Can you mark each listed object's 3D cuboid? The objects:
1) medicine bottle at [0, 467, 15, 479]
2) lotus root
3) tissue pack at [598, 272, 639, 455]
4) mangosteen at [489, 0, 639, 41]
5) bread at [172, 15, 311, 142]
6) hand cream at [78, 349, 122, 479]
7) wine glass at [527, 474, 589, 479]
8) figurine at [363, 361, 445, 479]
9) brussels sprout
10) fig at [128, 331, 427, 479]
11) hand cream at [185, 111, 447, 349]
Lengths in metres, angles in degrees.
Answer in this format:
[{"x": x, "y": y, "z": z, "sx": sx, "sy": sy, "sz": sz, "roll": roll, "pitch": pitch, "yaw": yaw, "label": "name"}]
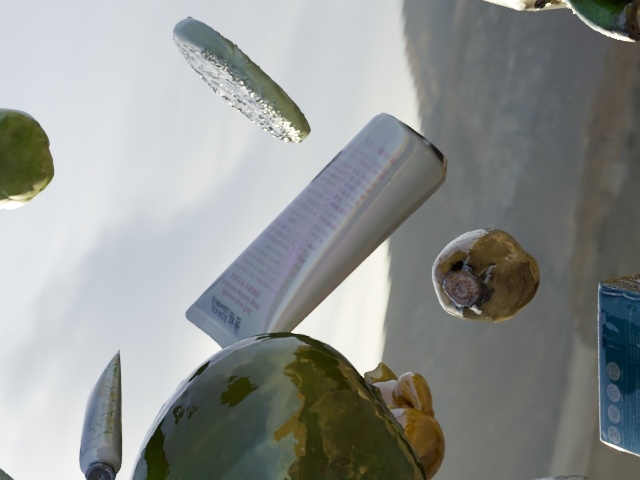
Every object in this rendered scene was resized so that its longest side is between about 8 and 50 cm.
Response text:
[{"x": -0.566, "y": 0.487, "z": 2.262, "sx": 0.290, "sy": 0.245, "sz": 0.245, "roll": -51, "pitch": -24, "yaw": -42, "label": "medicine bottle"}, {"x": 0.217, "y": 0.044, "z": 1.997, "sx": 0.125, "sy": 0.118, "sz": 0.221, "roll": 60, "pitch": -156, "yaw": 8, "label": "lotus root"}, {"x": 0.527, "y": 0.196, "z": 2.351, "sx": 0.192, "sy": 0.134, "sz": 0.271, "roll": 19, "pitch": 116, "yaw": 52, "label": "tissue pack"}, {"x": 0.289, "y": -0.384, "z": 1.889, "sx": 0.306, "sy": 0.306, "sz": 0.359, "roll": 65, "pitch": -168, "yaw": -81, "label": "mangosteen"}, {"x": -0.121, "y": -0.233, "z": 2.304, "sx": 0.040, "sy": 0.267, "sz": 0.267, "roll": -49, "pitch": -10, "yaw": -7, "label": "bread"}, {"x": -0.225, "y": 0.184, "z": 1.589, "sx": 0.067, "sy": 0.042, "sz": 0.194, "roll": -59, "pitch": 20, "yaw": 21, "label": "hand cream"}, {"x": 0.340, "y": 0.449, "z": 2.267, "sx": 0.165, "sy": 0.165, "sz": 0.196, "roll": 81, "pitch": 180, "yaw": -74, "label": "wine glass"}, {"x": 0.103, "y": 0.294, "z": 2.370, "sx": 0.228, "sy": 0.215, "sz": 0.215, "roll": 30, "pitch": -109, "yaw": -77, "label": "figurine"}, {"x": -0.469, "y": -0.120, "z": 2.255, "sx": 0.122, "sy": 0.149, "sz": 0.151, "roll": 18, "pitch": -97, "yaw": -80, "label": "brussels sprout"}, {"x": -0.059, "y": 0.258, "z": 1.596, "sx": 0.316, "sy": 0.316, "sz": 0.316, "roll": 11, "pitch": -90, "yaw": -85, "label": "fig"}, {"x": 0.000, "y": 0.000, "z": 1.880, "sx": 0.358, "sy": 0.185, "sz": 0.118, "roll": -45, "pitch": -53, "yaw": -8, "label": "hand cream"}]
